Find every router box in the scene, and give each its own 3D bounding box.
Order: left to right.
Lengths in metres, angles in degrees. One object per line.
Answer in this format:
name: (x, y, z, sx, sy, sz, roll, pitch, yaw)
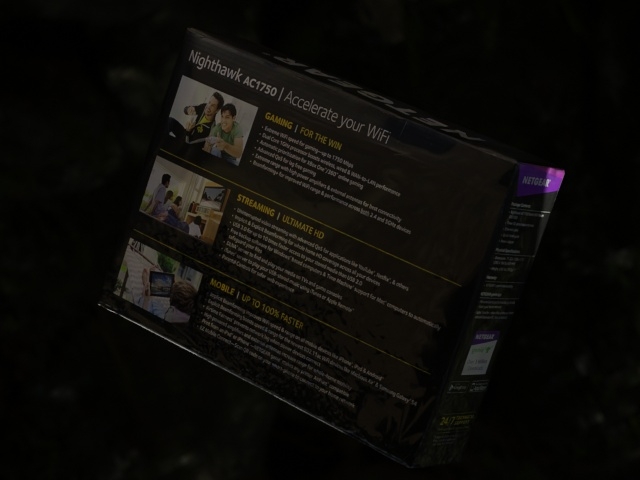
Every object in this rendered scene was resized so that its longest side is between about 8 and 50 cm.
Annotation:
router box: (0.000, 0.000, 0.820, 0.179, 0.133, 0.046, 25, -168, 31)
